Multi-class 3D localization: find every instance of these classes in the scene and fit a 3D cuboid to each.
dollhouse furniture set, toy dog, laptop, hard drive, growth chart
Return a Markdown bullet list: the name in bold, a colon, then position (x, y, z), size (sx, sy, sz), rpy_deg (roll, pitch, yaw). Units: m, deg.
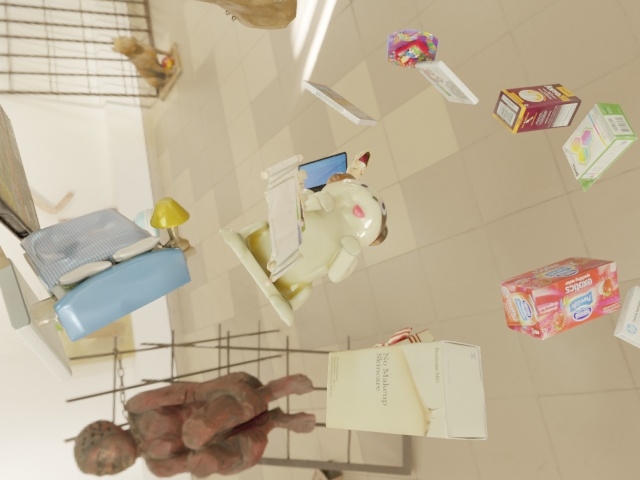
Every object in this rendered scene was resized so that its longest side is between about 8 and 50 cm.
- **dollhouse furniture set**: position (-0.342, -0.032, 0.507), size (0.286, 0.303, 0.198), rpy_deg (27, 134, 43)
- **toy dog**: position (0.000, 0.000, 1.211), size (0.284, 0.408, 0.395), rpy_deg (54, 172, 9)
- **laptop**: position (-0.018, -0.267, 1.863), size (0.234, 0.264, 0.136), rpy_deg (-13, 97, 22)
- **hard drive**: position (-0.815, 0.238, 1.298), size (0.233, 0.047, 0.353), rpy_deg (52, 152, 27)
- **growth chart**: position (-0.066, -0.046, 0.893), size (0.021, 0.172, 0.237), rpy_deg (6, 106, 24)

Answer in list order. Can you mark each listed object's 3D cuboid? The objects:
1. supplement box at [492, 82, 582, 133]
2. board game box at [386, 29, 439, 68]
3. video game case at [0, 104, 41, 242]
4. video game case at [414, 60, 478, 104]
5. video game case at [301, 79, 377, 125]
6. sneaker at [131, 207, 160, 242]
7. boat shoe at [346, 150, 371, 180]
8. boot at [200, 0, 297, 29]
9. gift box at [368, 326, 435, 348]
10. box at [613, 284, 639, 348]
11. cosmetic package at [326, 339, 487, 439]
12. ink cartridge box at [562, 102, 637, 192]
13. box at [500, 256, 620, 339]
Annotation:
- **supplement box**: position (0.587, -0.360, 1.232), size (0.080, 0.188, 0.104), rpy_deg (93, 161, -45)
- **board game box**: position (0.245, -0.500, 1.221), size (0.133, 0.168, 0.033), rpy_deg (8, 80, 8)
- **video game case**: position (-0.544, -0.146, 0.758), size (0.274, 0.035, 0.248), rpy_deg (69, 157, 10)
- **video game case**: position (0.341, -0.430, 1.234), size (0.019, 0.157, 0.143), rpy_deg (-51, 23, 8)
- **video game case**: position (0.079, -0.546, 1.805), size (0.285, 0.204, 0.025), rpy_deg (39, 116, 14)
- **sneaker**: position (-0.569, 0.002, 1.295), size (0.319, 0.208, 0.127), rpy_deg (133, 133, -59)
- **boat shoe**: position (0.153, -0.292, 1.776), size (0.059, 0.063, 0.170), rpy_deg (-23, 37, 52)
- **boot**: position (-0.190, -0.493, 0.925), size (0.305, 0.112, 0.115), rpy_deg (13, 144, 19)
- **gift box**: position (0.279, 0.450, 1.526), size (0.255, 0.276, 0.258), rpy_deg (-40, 70, 32)
- **box**: position (0.845, 0.217, 1.119), size (0.186, 0.145, 0.038), rpy_deg (29, 157, 14)
- **cosmetic package**: position (0.149, 0.288, 0.872), size (0.309, 0.113, 0.160), rpy_deg (-25, 56, 49)
- **ink cartridge box**: position (0.666, -0.222, 1.118), size (0.209, 0.062, 0.109), rpy_deg (98, 169, -60)
- **box**: position (0.595, 0.136, 1.124), size (0.122, 0.257, 0.128), rpy_deg (-165, 62, -71)
